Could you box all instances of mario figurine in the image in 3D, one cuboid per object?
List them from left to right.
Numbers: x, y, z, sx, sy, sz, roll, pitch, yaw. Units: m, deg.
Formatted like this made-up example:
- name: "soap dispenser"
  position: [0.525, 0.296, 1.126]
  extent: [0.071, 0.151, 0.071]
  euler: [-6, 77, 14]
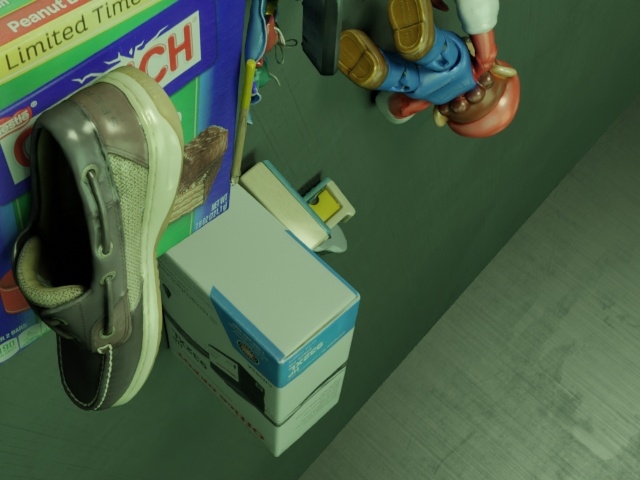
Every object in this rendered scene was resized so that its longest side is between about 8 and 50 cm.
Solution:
- name: "mario figurine"
  position: [0.140, -0.235, 1.164]
  extent: [0.320, 0.198, 0.170]
  euler: [10, 90, -57]

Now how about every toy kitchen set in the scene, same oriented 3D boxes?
- name: "toy kitchen set"
  position: [-0.026, -0.053, 1.190]
  extent: [0.166, 0.122, 0.207]
  euler: [-42, 179, -22]

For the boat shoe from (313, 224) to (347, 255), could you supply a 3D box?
- name: "boat shoe"
  position: [0.000, 0.000, 1.406]
  extent: [0.040, 0.049, 0.142]
  euler: [-21, 172, 21]

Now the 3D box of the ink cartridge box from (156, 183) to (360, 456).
- name: "ink cartridge box"
  position: [-0.083, 0.107, 1.136]
  extent: [0.129, 0.223, 0.307]
  euler: [-40, 159, -25]

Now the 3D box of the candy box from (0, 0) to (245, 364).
- name: "candy box"
  position: [-0.191, -0.089, 0.694]
  extent: [0.268, 0.122, 0.317]
  euler: [-38, 156, -30]

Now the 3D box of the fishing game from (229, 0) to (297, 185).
- name: "fishing game"
  position: [-0.036, -0.189, 0.774]
  extent: [0.189, 0.041, 0.264]
  euler: [106, -6, -48]

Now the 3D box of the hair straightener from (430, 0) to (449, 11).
- name: "hair straightener"
  position: [0.122, -0.335, 1.061]
  extent: [0.089, 0.047, 0.230]
  euler: [-55, 156, 15]

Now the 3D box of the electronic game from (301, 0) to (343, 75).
- name: "electronic game"
  position: [0.011, -0.255, 0.769]
  extent: [0.229, 0.048, 0.229]
  euler: [-177, -90, -89]

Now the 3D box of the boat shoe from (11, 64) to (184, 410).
- name: "boat shoe"
  position: [-0.164, 0.016, 0.625]
  extent: [0.092, 0.103, 0.285]
  euler: [-23, 144, -40]
